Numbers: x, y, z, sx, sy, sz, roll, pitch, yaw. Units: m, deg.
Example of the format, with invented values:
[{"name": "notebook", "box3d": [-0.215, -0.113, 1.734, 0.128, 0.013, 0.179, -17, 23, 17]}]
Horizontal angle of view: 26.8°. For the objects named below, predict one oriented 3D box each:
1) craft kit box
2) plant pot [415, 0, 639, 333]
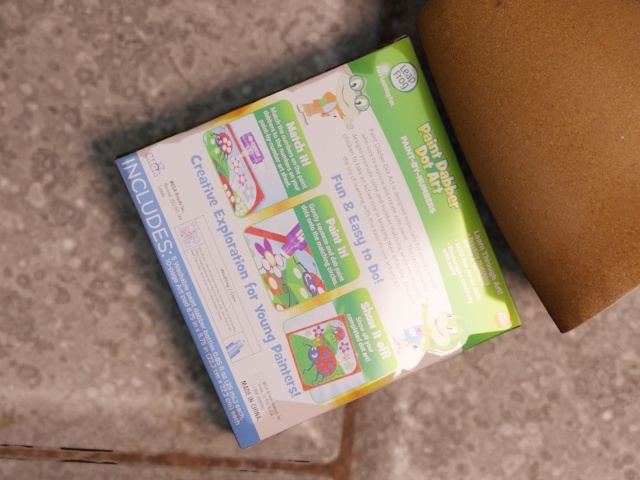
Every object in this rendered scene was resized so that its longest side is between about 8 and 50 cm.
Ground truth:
[{"name": "craft kit box", "box3d": [0.000, 0.000, 1.055, 0.246, 0.061, 0.250, -22, 98, -3]}, {"name": "plant pot", "box3d": [0.196, -0.103, 1.003, 0.237, 0.237, 0.254, -37, 84, -3]}]
